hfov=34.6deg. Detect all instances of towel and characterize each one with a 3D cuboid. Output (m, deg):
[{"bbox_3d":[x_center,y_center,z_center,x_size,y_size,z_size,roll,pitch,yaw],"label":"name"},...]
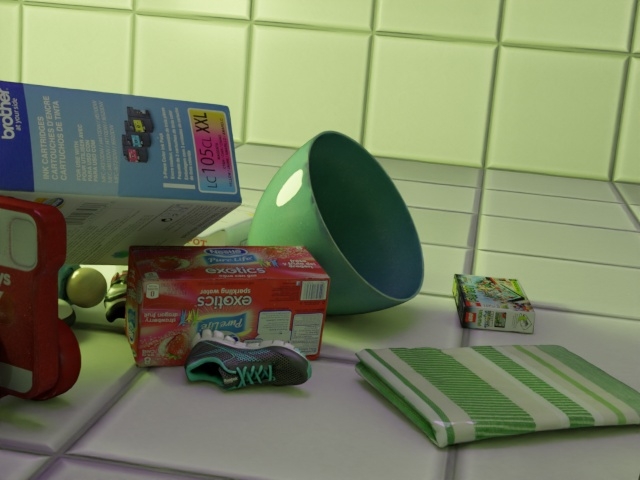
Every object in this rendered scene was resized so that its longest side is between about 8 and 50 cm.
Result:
[{"bbox_3d":[0.235,0.190,1.305,0.325,0.038,0.248,1,15,-24],"label":"towel"}]

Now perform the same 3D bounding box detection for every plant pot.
[{"bbox_3d":[0.000,0.000,1.613,0.195,0.290,0.290,-28,-4,29],"label":"plant pot"}]

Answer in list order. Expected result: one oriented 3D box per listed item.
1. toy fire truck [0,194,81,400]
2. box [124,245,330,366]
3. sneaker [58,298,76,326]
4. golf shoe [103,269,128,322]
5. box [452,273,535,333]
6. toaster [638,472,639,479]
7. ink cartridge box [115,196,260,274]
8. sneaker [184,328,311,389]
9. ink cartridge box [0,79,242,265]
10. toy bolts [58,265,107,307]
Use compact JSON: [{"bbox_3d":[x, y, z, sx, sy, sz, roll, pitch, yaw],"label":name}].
[{"bbox_3d":[-0.407,0.058,1.154,0.302,0.253,0.169,12,15,29],"label":"toy fire truck"},{"bbox_3d":[-0.130,0.085,1.393,0.257,0.128,0.122,0,22,-20],"label":"box"},{"bbox_3d":[-0.467,0.055,1.390,0.270,0.144,0.090,1,13,-18],"label":"sneaker"},{"bbox_3d":[-0.219,0.105,1.481,0.186,0.067,0.086,10,47,-3],"label":"golf shoe"},{"bbox_3d":[0.282,0.102,1.697,0.114,0.036,0.207,5,13,1],"label":"box"},{"bbox_3d":[0.399,0.252,0.926,0.186,0.110,0.168,-5,17,-38],"label":"toaster"},{"bbox_3d":[-0.213,0.003,1.765,0.207,0.119,0.353,10,13,18],"label":"ink cartridge box"},{"bbox_3d":[-0.095,0.163,1.283,0.167,0.065,0.076,5,29,18],"label":"sneaker"},{"bbox_3d":[-0.338,-0.075,1.310,0.396,0.151,0.270,0,-19,-37],"label":"ink cartridge box"},{"bbox_3d":[-0.377,-0.011,1.498,0.159,0.228,0.218,9,-8,18],"label":"toy bolts"}]
